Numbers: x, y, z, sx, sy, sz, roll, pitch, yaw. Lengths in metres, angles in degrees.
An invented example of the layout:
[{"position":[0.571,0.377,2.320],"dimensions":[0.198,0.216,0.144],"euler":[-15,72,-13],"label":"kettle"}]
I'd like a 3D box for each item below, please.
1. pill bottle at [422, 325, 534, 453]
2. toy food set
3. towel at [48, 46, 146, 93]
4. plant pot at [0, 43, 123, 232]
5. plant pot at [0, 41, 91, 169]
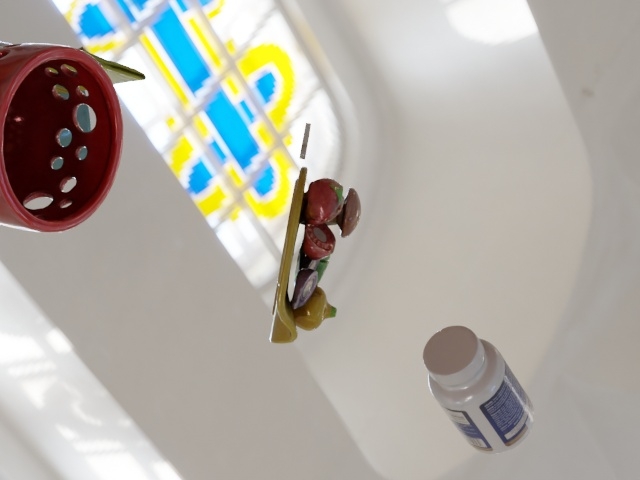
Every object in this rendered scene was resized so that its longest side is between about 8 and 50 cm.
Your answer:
[{"position":[0.130,0.124,1.299],"dimensions":[0.067,0.120,0.067],"euler":[-16,-132,19],"label":"pill bottle"},{"position":[0.000,0.000,1.532],"dimensions":[0.071,0.218,0.128],"euler":[10,-171,-1],"label":"toy food set"},{"position":[-0.328,-0.221,2.025],"dimensions":[0.237,0.102,0.021],"euler":[0,-102,54],"label":"towel"},{"position":[-0.327,-0.108,1.594],"dimensions":[0.174,0.191,0.191],"euler":[5,-126,33],"label":"plant pot"},{"position":[-0.473,-0.168,2.209],"dimensions":[0.255,0.272,0.272],"euler":[-11,-143,-24],"label":"plant pot"}]
